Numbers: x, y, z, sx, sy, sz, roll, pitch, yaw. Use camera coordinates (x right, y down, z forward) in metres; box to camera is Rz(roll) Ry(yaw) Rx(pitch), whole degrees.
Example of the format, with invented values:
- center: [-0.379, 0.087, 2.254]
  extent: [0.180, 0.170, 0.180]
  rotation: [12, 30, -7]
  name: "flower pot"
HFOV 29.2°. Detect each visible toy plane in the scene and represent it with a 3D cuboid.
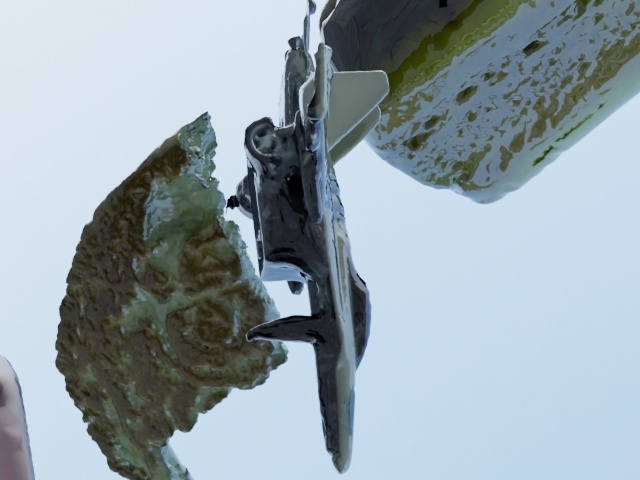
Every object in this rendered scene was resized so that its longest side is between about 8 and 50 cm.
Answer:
- center: [-0.011, -0.001, 0.691]
  extent: [0.192, 0.088, 0.262]
  rotation: [106, -11, -65]
  name: "toy plane"

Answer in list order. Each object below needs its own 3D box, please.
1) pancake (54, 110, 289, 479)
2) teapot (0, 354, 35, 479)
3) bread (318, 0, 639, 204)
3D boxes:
- center: [-0.120, 0.072, 1.042]
  extent: [0.054, 0.197, 0.377]
  rotation: [-65, 170, -64]
  name: "pancake"
- center: [-0.206, 0.242, 0.541]
  extent: [0.376, 0.305, 0.362]
  rotation: [-53, -135, 35]
  name: "teapot"
- center: [0.175, -0.207, 1.023]
  extent: [0.376, 0.251, 0.208]
  rotation: [-41, -141, 22]
  name: "bread"
